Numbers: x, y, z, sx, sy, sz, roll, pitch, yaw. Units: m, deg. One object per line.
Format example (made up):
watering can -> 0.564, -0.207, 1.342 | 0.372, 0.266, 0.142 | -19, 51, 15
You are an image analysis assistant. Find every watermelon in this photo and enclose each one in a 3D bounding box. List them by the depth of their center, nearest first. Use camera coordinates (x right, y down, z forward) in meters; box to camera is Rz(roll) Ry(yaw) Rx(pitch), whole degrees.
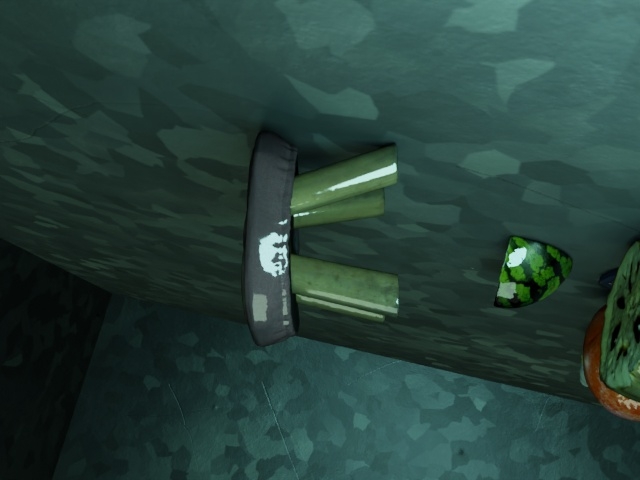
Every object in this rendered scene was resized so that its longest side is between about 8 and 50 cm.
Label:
watermelon -> 0.334, 0.045, 1.083 | 0.136, 0.125, 0.094 | -1, -160, -15

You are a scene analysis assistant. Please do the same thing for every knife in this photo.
knife -> 0.474, 0.057, 1.070 | 0.031, 0.018, 0.121 | 21, 165, 1

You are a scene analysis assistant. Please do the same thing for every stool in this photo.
stool -> 0.000, 0.000, 0.862 | 0.179, 0.271, 0.272 | 1, 166, -1

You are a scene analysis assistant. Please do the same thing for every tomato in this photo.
tomato -> 0.549, 0.195, 1.149 | 0.188, 0.232, 0.232 | 45, 156, -16

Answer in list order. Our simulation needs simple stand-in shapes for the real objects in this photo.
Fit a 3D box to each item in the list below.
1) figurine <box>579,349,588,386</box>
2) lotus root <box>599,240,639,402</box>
figurine -> 0.685, 0.291, 1.539 | 0.190, 0.142, 0.263 | -24, 147, 30
lotus root -> 0.535, 0.117, 0.820 | 0.346, 0.250, 0.250 | 8, 165, 11
